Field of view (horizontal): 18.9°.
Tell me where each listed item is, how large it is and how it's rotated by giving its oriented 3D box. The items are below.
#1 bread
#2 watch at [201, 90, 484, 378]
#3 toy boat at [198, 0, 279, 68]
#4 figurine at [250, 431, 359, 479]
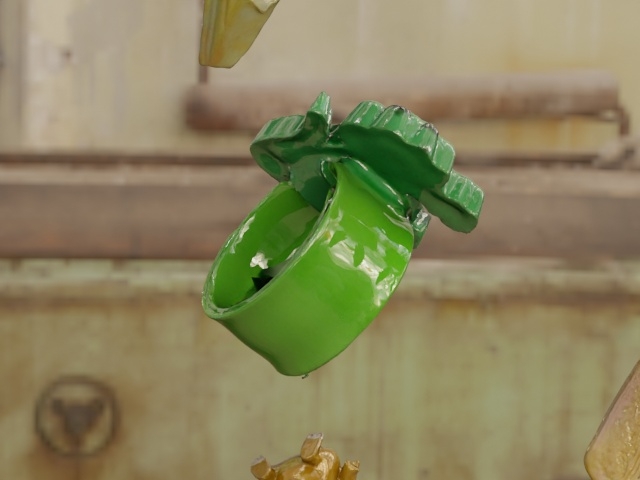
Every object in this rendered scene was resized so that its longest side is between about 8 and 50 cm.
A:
[{"bbox_3d":[0.243,0.139,1.370,0.056,0.115,0.082,23,5,-44],"label":"bread"},{"bbox_3d":[0.000,0.000,1.211,0.131,0.152,0.165,42,-29,-22],"label":"watch"},{"bbox_3d":[-0.065,-0.220,1.510,0.065,0.172,0.066,3,5,-39],"label":"toy boat"},{"bbox_3d":[0.008,0.296,2.020,0.121,0.176,0.122,-28,43,13],"label":"figurine"}]
